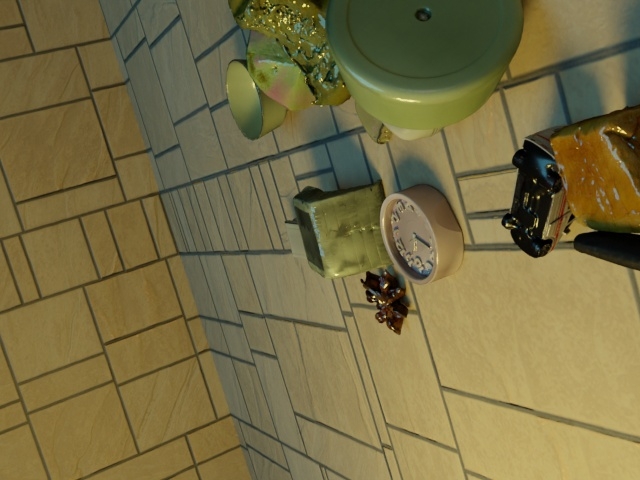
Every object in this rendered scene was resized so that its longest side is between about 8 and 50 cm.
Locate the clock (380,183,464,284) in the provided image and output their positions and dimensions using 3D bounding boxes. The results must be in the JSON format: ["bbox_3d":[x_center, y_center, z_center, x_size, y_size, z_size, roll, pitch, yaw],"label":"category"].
[{"bbox_3d":[0.201,-0.011,1.585,0.197,0.068,0.196,45,146,43],"label":"clock"}]

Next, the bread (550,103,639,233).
[{"bbox_3d":[0.407,-0.099,1.010,0.158,0.149,0.143,66,158,-6],"label":"bread"}]

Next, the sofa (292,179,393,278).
[{"bbox_3d":[0.052,-0.032,1.808,0.225,0.176,0.210,-157,51,-76],"label":"sofa"}]

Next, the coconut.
[{"bbox_3d":[-0.056,-0.386,1.659,0.236,0.205,0.235,180,90,-80],"label":"coconut"}]

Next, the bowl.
[{"bbox_3d":[-0.149,-0.369,1.998,0.211,0.112,0.211,46,147,42],"label":"bowl"}]

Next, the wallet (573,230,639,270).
[{"bbox_3d":[0.477,0.034,0.938,0.321,0.171,0.044,20,103,59],"label":"wallet"}]

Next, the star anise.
[{"bbox_3d":[0.156,0.140,1.811,0.168,0.057,0.167,40,146,34],"label":"star anise"}]

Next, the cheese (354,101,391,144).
[{"bbox_3d":[0.092,-0.292,1.641,0.192,0.037,0.097,57,151,26],"label":"cheese"}]

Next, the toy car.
[{"bbox_3d":[0.351,-0.072,1.193,0.089,0.108,0.209,45,150,39],"label":"toy car"}]

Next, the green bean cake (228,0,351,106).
[{"bbox_3d":[0.000,-0.404,1.458,0.202,0.285,0.309,-33,79,60],"label":"green bean cake"}]

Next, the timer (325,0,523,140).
[{"bbox_3d":[0.164,-0.278,1.290,0.290,0.291,0.315,61,175,21],"label":"timer"}]

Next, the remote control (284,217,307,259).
[{"bbox_3d":[0.000,0.000,2.029,0.277,0.056,0.102,8,115,60],"label":"remote control"}]
